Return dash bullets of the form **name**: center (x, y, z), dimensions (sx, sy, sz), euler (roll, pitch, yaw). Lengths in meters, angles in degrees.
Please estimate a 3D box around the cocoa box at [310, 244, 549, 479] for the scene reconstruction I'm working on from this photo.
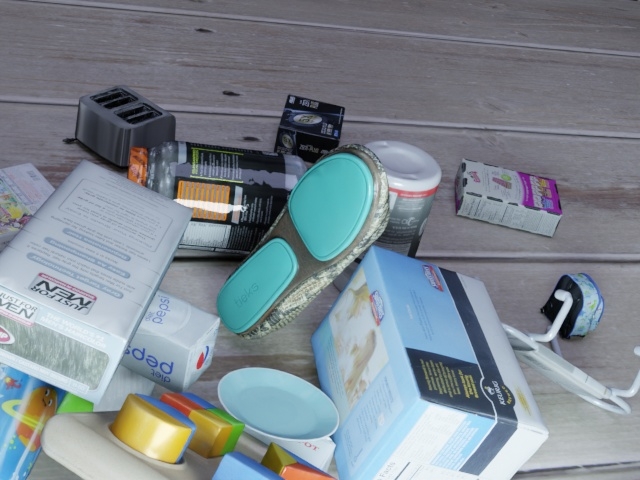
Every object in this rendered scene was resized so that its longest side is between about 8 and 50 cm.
- **cocoa box**: center (0.151, 0.218, 1.472), dimensions (0.228, 0.231, 0.347), euler (18, 32, -23)

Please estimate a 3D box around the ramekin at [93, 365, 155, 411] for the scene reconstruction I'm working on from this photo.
- **ramekin**: center (-0.356, 0.176, 1.492), dimensions (0.207, 0.109, 0.207), euler (10, 34, -7)

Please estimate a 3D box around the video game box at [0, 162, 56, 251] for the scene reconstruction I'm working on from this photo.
- **video game box**: center (-0.591, -0.064, 1.804), dimensions (0.187, 0.048, 0.205), euler (-15, 44, -39)

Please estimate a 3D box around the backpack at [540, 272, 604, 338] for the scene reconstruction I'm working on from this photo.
- **backpack**: center (0.508, 0.123, 1.883), dimensions (0.084, 0.114, 0.105), euler (-3, 37, -24)

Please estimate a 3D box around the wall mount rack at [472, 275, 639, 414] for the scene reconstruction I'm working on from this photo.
- **wall mount rack**: center (0.406, 0.174, 1.695), dimensions (0.350, 0.130, 0.304), euler (33, -13, -20)

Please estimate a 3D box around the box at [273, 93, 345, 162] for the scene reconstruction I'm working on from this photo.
- **box**: center (-0.025, -0.265, 2.277), dimensions (0.147, 0.077, 0.180), euler (13, 34, -1)

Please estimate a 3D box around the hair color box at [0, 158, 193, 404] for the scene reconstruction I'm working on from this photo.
- **hair color box**: center (-0.311, 0.039, 1.284), dimensions (0.185, 0.113, 0.374), euler (25, 26, -6)

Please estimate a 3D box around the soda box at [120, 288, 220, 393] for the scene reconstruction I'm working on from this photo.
- **soda box**: center (-0.298, 0.114, 1.418), dimensions (0.286, 0.098, 0.091), euler (25, 35, 14)

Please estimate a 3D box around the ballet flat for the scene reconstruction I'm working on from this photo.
- **ballet flat**: center (0.000, 0.000, 1.574), dimensions (0.182, 0.483, 0.164), euler (-10, 62, -43)

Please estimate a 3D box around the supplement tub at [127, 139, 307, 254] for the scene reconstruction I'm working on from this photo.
- **supplement tub**: center (-0.204, -0.081, 1.830), dimensions (0.338, 0.207, 0.207), euler (7, 35, -12)

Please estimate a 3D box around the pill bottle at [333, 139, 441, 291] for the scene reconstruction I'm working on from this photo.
- **pill bottle**: center (0.117, -0.033, 1.811), dimensions (0.161, 0.283, 0.161), euler (10, 34, -7)

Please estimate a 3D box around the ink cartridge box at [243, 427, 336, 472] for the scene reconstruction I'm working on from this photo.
- **ink cartridge box**: center (-0.095, 0.348, 1.357), dimensions (0.158, 0.092, 0.218), euler (23, 36, 13)

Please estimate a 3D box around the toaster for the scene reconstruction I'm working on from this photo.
- **toaster**: center (-0.432, -0.247, 2.070), dimensions (0.168, 0.110, 0.185), euler (32, 38, 25)

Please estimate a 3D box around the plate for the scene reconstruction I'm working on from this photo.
- **plate**: center (-0.064, 0.248, 1.408), dimensions (0.188, 0.024, 0.188), euler (17, 21, -6)

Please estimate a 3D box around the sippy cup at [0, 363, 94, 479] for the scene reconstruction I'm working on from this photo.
- **sippy cup**: center (-0.458, 0.232, 1.266), dimensions (0.240, 0.305, 0.224), euler (26, 52, -21)

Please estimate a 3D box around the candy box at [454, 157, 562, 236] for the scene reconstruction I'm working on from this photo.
- **candy box**: center (0.434, -0.101, 2.216), dimensions (0.233, 0.071, 0.159), euler (14, 34, -2)

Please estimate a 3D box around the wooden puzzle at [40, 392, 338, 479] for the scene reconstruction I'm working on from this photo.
- **wooden puzzle**: center (-0.122, 0.274, 1.172), dimensions (0.322, 0.080, 0.348), euler (27, 4, 18)
